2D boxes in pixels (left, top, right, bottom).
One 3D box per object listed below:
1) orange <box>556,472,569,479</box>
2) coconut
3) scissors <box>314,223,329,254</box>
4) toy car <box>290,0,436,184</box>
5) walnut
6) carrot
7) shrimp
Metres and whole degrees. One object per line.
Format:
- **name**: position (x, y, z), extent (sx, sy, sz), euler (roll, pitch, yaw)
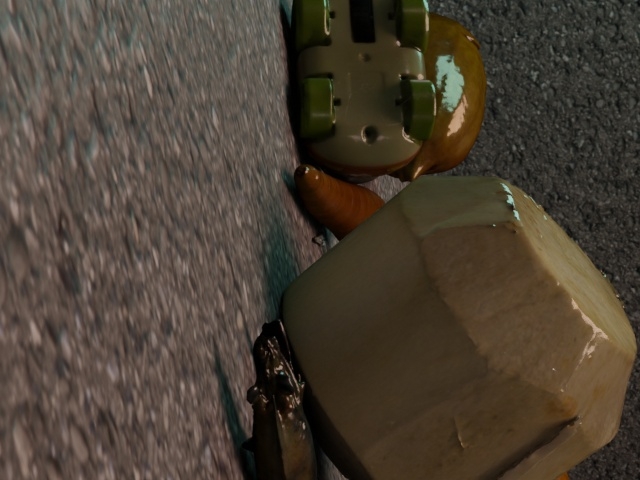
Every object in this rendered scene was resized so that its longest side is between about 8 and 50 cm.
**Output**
- **orange**: position (0.252, 0.380, 2.267), extent (0.261, 0.261, 0.261), euler (-9, 90, -83)
- **coconut**: position (0.112, 0.103, 1.393), extent (0.323, 0.323, 0.323), euler (-9, 90, -83)
- **scissors**: position (0.000, 0.000, 1.660), extent (0.083, 0.006, 0.036), euler (-5, 84, -82)
- **toy car**: position (0.037, -0.152, 1.712), extent (0.235, 0.145, 0.235), euler (180, -90, -83)
- **walnut**: position (0.149, -0.202, 2.314), extent (0.209, 0.209, 0.336), euler (74, 18, -44)
- **carrot**: position (0.020, -0.036, 1.640), extent (0.336, 0.069, 0.069), euler (26, 56, -74)
- **shrimp**: position (-0.032, 0.129, 1.143), extent (0.150, 0.051, 0.217), euler (-95, 180, -48)
